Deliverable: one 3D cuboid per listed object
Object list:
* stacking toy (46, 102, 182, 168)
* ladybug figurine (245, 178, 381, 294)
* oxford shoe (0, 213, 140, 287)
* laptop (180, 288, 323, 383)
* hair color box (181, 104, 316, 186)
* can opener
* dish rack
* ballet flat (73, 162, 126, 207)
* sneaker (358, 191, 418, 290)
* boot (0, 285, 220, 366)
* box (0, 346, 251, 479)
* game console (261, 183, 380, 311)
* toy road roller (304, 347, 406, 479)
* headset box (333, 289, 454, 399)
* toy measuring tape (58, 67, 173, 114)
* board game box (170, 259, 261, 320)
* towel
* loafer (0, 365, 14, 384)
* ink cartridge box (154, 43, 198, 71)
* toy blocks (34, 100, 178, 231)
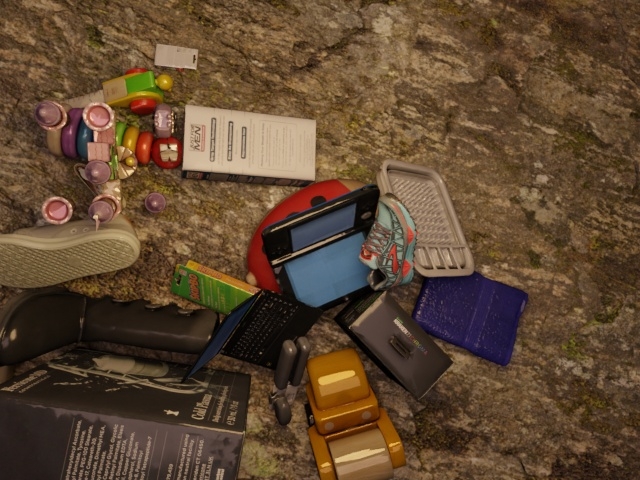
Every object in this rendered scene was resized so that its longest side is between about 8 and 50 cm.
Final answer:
[{"bbox_3d":[-0.531,-0.256,1.353,0.331,0.141,0.141,12,84,-11],"label":"stacking toy"},{"bbox_3d":[0.000,0.000,1.376,0.450,0.162,0.305,-34,91,-8],"label":"ladybug figurine"},{"bbox_3d":[-0.683,0.020,1.318,0.450,0.130,0.169,-8,131,0],"label":"oxford shoe"},{"bbox_3d":[-0.152,0.243,1.193,0.265,0.136,0.234,24,117,-25],"label":"laptop"},{"bbox_3d":[-0.191,-0.247,1.371,0.348,0.105,0.173,3,83,-17],"label":"hair color box"},{"bbox_3d":[-0.074,0.369,1.304,0.076,0.283,0.095,-7,44,-25],"label":"can opener"},{"bbox_3d":[0.274,-0.050,1.382,0.286,0.072,0.332,2,67,-42],"label":"dish rack"},{"bbox_3d":[-0.597,-0.142,1.369,0.168,0.052,0.057,42,82,-3],"label":"ballet flat"},{"bbox_3d":[0.150,0.017,1.173,0.125,0.104,0.261,-22,126,-17],"label":"sneaker"},{"bbox_3d":[-0.473,0.221,1.209,0.446,0.367,0.146,13,100,-7],"label":"boot"},{"bbox_3d":[-0.412,0.450,1.128,0.472,0.480,0.297,9,87,-6],"label":"box"},{"bbox_3d":[0.032,0.036,1.215,0.293,0.250,0.173,-23,68,-10],"label":"game console"},{"bbox_3d":[0.060,0.425,1.273,0.203,0.329,0.240,-14,110,-7],"label":"toy road roller"},{"bbox_3d":[0.180,0.256,1.319,0.131,0.283,0.246,-44,92,-8],"label":"headset box"},{"bbox_3d":[-0.541,-0.387,1.388,0.331,0.121,0.121,-12,87,15],"label":"toy measuring tape"},{"bbox_3d":[-0.266,0.140,1.360,0.260,0.124,0.039,21,42,-7],"label":"board game box"},{"bbox_3d":[0.422,0.200,1.463,0.309,0.076,0.227,23,76,-4],"label":"towel"},{"bbox_3d":[-0.817,0.336,1.288,0.092,0.102,0.268,39,92,-4],"label":"loafer"},{"bbox_3d":[-0.403,-0.510,1.433,0.115,0.029,0.062,5,85,-8],"label":"ink cartridge box"},{"bbox_3d":[-0.488,-0.180,1.183,0.309,0.260,0.288,-2,99,-15],"label":"toy blocks"}]
